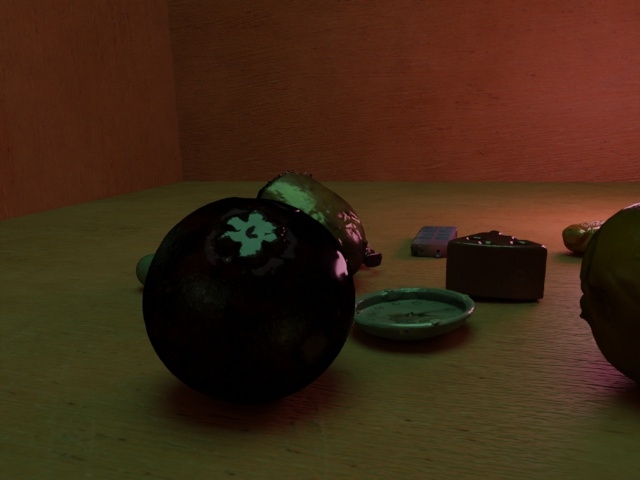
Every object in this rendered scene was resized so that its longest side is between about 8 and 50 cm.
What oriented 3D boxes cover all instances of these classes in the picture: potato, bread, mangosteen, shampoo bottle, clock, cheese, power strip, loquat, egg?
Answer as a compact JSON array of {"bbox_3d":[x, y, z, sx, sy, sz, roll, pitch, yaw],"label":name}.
[{"bbox_3d":[0.000,0.000,1.382,0.237,0.301,0.289,23,52,27],"label":"potato"},{"bbox_3d":[0.732,-0.008,1.571,0.177,0.084,0.119,-5,11,-10],"label":"bread"},{"bbox_3d":[-0.103,0.106,0.885,0.306,0.360,0.306,2,46,-2],"label":"mangosteen"},{"bbox_3d":[0.065,0.023,1.567,0.153,0.071,0.284,6,6,-37],"label":"shampoo bottle"},{"bbox_3d":[0.164,0.139,1.084,0.236,0.053,0.236,-3,10,1],"label":"clock"},{"bbox_3d":[0.393,0.060,1.260,0.177,0.128,0.203,12,15,43],"label":"cheese"},{"bbox_3d":[0.335,-0.001,1.724,0.109,0.038,0.279,2,13,17],"label":"power strip"},{"bbox_3d":[0.508,0.072,0.809,0.283,0.276,0.276,-16,9,12],"label":"loquat"},{"bbox_3d":[-0.392,0.075,1.409,0.085,0.085,0.110,-13,17,-39],"label":"egg"}]
